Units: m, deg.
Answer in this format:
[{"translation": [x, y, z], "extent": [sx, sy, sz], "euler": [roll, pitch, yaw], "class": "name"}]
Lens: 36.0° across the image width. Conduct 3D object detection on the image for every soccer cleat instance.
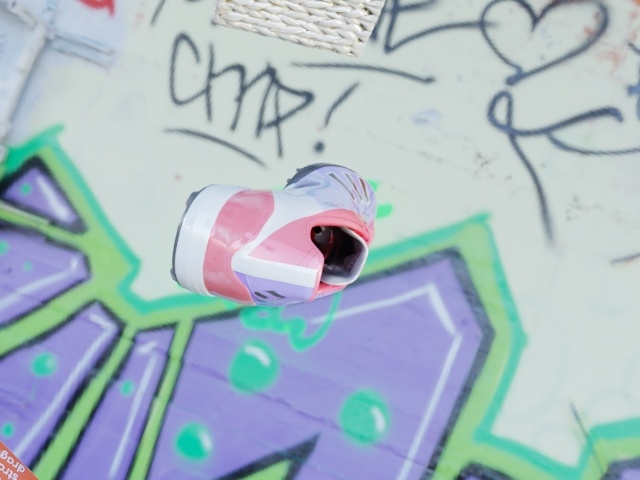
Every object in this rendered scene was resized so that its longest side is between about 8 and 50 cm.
[{"translation": [0.000, 0.000, 0.820], "extent": [0.116, 0.109, 0.318], "euler": [17, 12, 20], "class": "soccer cleat"}]

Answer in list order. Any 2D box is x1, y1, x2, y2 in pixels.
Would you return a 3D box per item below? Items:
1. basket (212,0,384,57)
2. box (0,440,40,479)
[{"translation": [-0.019, -0.257, 0.959], "extent": [0.167, 0.103, 0.113], "euler": [11, 37, -10], "class": "basket"}, {"translation": [-0.261, 0.212, 0.538], "extent": [0.128, 0.257, 0.122], "euler": [47, 28, -1], "class": "box"}]
